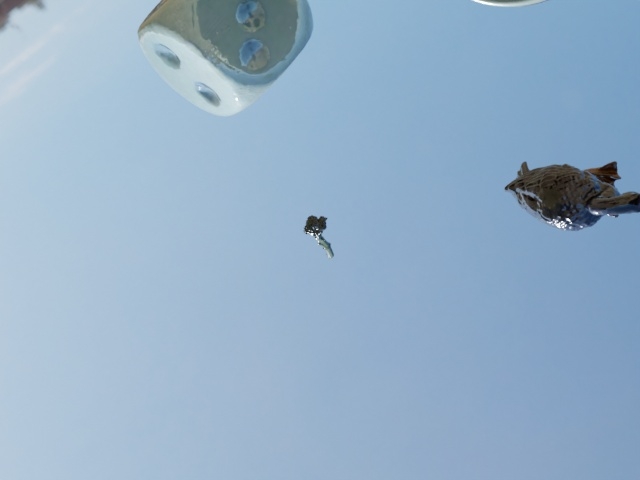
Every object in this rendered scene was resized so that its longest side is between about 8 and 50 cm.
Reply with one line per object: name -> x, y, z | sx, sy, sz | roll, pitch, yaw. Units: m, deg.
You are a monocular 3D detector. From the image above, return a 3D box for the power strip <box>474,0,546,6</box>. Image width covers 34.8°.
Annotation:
power strip -> 0.311, -0.561, 1.666 | 0.357, 0.357, 0.161 | -28, -177, 24

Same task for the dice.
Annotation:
dice -> -0.195, -0.433, 2.101 | 0.268, 0.262, 0.264 | -52, -161, -20

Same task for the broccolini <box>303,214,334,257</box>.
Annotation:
broccolini -> 0.000, 0.001, 1.998 | 0.044, 0.218, 0.042 | 2, -109, 7

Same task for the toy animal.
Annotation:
toy animal -> 0.462, -0.084, 1.853 | 0.298, 0.122, 0.185 | 14, -154, 40
